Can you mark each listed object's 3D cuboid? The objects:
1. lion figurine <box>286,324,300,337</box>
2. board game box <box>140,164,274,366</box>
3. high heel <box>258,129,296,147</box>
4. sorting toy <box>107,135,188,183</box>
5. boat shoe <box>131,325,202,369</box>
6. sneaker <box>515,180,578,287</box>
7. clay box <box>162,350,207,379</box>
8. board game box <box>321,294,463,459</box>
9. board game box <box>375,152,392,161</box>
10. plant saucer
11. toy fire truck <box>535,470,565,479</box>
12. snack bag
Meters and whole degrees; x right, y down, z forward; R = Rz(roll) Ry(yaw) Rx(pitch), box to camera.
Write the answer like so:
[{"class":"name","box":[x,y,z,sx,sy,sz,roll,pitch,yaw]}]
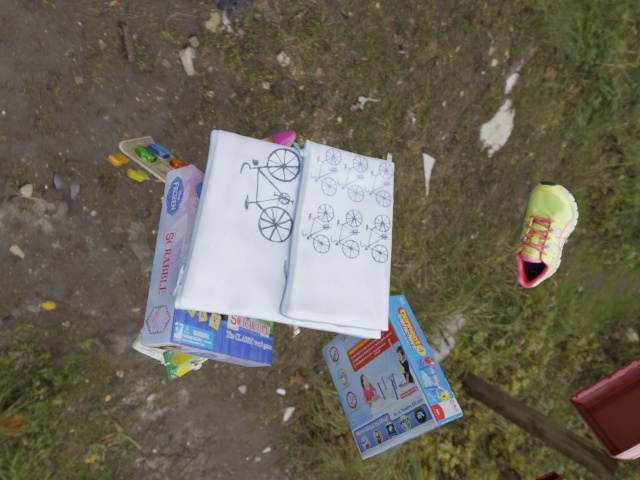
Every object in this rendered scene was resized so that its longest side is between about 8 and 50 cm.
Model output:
[{"class":"lion figurine","box":[-0.126,0.181,1.368,0.142,0.240,0.392,-38,169,-22]},{"class":"board game box","box":[-0.191,0.069,0.845,0.065,0.318,0.318,-10,156,21]},{"class":"high heel","box":[-0.195,-0.281,1.252,0.244,0.082,0.117,-20,137,26]},{"class":"sorting toy","box":[-0.538,-0.251,1.402,0.229,0.307,0.041,41,108,-7]},{"class":"boat shoe","box":[-0.599,0.438,1.678,0.094,0.109,0.302,-52,123,-12]},{"class":"sneaker","box":[0.389,-0.002,0.755,0.094,0.081,0.209,-33,126,-33]},{"class":"clay box","box":[-0.427,0.352,1.429,0.222,0.127,0.053,-30,137,-8]},{"class":"board game box","box":[0.156,0.342,1.069,0.086,0.302,0.308,-1,145,-35]},{"class":"board game box","box":[0.197,-0.179,1.551,0.030,0.136,0.260,22,64,-37]},{"class":"plant saucer","box":[0.725,0.364,0.957,0.258,0.048,0.259,-39,177,13]},{"class":"toy fire truck","box":[0.492,0.548,0.800,0.047,0.192,0.135,-22,95,-2]},{"class":"snack bag","box":[-0.040,-0.023,0.705,0.342,0.037,0.323,11,71,-13]}]
